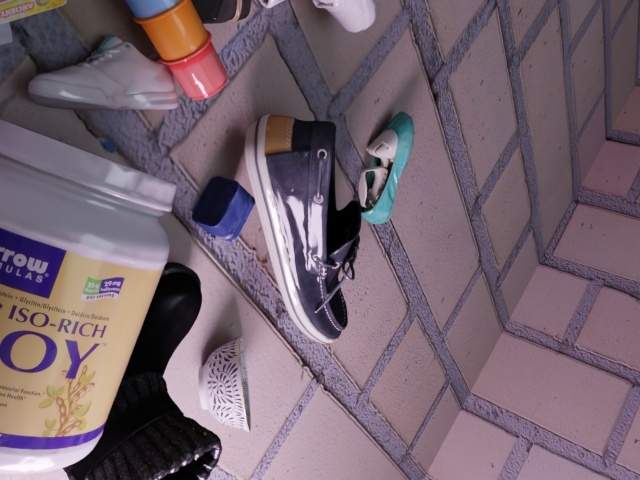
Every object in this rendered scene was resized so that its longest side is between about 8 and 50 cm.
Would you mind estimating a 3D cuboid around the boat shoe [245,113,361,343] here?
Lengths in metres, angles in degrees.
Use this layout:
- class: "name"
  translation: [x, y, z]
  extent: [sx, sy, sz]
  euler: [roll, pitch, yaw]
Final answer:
- class: "boat shoe"
  translation: [0.000, 0.000, 1.168]
  extent: [0.186, 0.156, 0.500]
  euler: [-85, 166, -51]

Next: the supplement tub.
- class: "supplement tub"
  translation: [-0.313, 0.056, 0.730]
  extent: [0.241, 0.241, 0.331]
  euler: [19, 91, -56]

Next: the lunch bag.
- class: "lunch bag"
  translation: [-0.153, -0.045, 1.050]
  extent: [0.098, 0.067, 0.065]
  euler: [-62, 145, -11]

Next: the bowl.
- class: "bowl"
  translation: [-0.170, 0.255, 1.150]
  extent: [0.080, 0.170, 0.170]
  euler: [-6, 121, -5]

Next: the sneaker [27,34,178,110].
- class: "sneaker"
  translation: [-0.269, -0.209, 0.813]
  extent: [0.212, 0.080, 0.094]
  euler: [-18, 110, -58]

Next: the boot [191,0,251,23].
- class: "boot"
  translation: [-0.162, -0.378, 0.864]
  extent: [0.137, 0.077, 0.197]
  euler: [-31, 130, -36]

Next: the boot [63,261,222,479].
- class: "boot"
  translation: [-0.224, 0.206, 0.912]
  extent: [0.348, 0.260, 0.131]
  euler: [-52, 143, -22]

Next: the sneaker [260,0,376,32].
- class: "sneaker"
  translation: [-0.031, -0.399, 1.010]
  extent: [0.169, 0.108, 0.292]
  euler: [-56, 134, -15]

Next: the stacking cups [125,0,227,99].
- class: "stacking cups"
  translation: [-0.212, -0.314, 0.790]
  extent: [0.096, 0.096, 0.316]
  euler: [-51, 139, -25]

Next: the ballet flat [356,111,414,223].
- class: "ballet flat"
  translation: [0.131, -0.156, 1.379]
  extent: [0.087, 0.083, 0.247]
  euler: [8, 99, -41]

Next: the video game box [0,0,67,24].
- class: "video game box"
  translation: [-0.334, -0.276, 0.576]
  extent: [0.205, 0.048, 0.187]
  euler: [-37, 148, -38]

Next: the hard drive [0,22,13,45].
- class: "hard drive"
  translation: [-0.461, -0.240, 0.542]
  extent: [0.353, 0.047, 0.232]
  euler: [-34, 133, -40]
